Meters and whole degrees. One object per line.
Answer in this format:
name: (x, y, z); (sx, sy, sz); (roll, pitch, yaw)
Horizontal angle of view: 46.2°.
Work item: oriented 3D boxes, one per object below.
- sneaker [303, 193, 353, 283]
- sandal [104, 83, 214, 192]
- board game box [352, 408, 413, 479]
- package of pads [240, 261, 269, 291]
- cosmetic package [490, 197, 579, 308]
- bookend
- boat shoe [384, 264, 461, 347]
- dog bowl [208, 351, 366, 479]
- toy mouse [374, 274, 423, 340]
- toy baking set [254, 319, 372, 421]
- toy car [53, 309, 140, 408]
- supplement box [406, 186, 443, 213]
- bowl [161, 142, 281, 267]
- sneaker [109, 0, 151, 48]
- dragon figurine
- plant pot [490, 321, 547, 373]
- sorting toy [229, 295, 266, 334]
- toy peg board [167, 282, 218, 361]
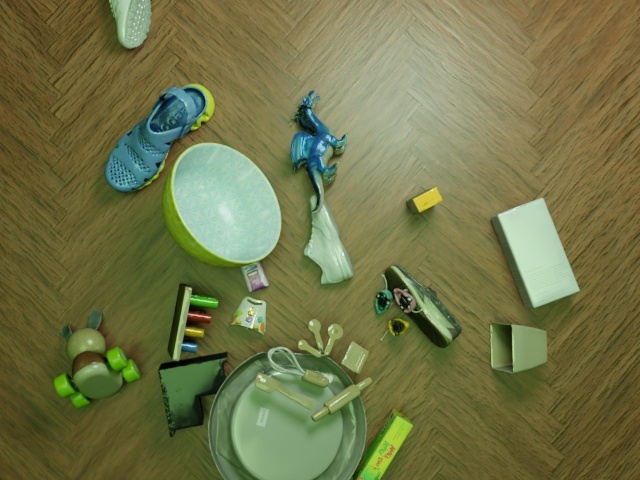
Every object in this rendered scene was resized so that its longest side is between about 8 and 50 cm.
sneaker: (0.000, 0.000, 1.732); (0.094, 0.080, 0.212); (-20, 89, 11)
sandal: (-0.378, -0.242, 1.707); (0.126, 0.138, 0.317); (39, 89, -1)
board game box: (0.139, 0.476, 1.697); (0.043, 0.092, 0.181); (33, 88, 1)
package of pads: (-0.156, 0.076, 1.744); (0.050, 0.032, 0.083); (-21, 88, 1)
cosmetic package: (0.492, 0.031, 1.728); (0.118, 0.085, 0.230); (-19, 86, -2)
bookend: (-0.277, 0.348, 1.710); (0.157, 0.072, 0.156); (-10, 94, -7)
boat shoe: (0.237, 0.143, 1.728); (0.073, 0.080, 0.223); (-30, 74, -31)
dog bowl: (-0.079, 0.410, 1.652); (0.349, 0.102, 0.348); (3, 78, -16)
toy mouse: (0.173, 0.143, 1.710); (0.031, 0.161, 0.143); (-13, 81, -39)
toy baking set: (-0.011, 0.287, 1.630); (0.256, 0.030, 0.196); (-34, 84, -26)
toy car: (-0.524, 0.256, 1.706); (0.155, 0.149, 0.188); (-26, 59, -5)
supplement box: (0.237, -0.091, 1.722); (0.062, 0.098, 0.036); (-28, 91, -3)
bowl: (-0.245, -0.055, 1.673); (0.156, 0.289, 0.289); (-32, 87, 41)
sneaker: (-0.455, -0.562, 1.755); (0.095, 0.090, 0.234); (2, 83, 12)
dragon figurine: (-0.024, -0.197, 1.719); (0.144, 0.085, 0.289); (16, 77, 3)
plant pot: (0.456, 0.241, 1.710); (0.096, 0.109, 0.108); (0, 87, -13)
sorting toy: (-0.161, 0.170, 1.741); (0.083, 0.045, 0.075); (16, 68, 0)
toy peg board: (-0.285, 0.184, 1.682); (0.079, 0.161, 0.160); (10, 87, -15)
